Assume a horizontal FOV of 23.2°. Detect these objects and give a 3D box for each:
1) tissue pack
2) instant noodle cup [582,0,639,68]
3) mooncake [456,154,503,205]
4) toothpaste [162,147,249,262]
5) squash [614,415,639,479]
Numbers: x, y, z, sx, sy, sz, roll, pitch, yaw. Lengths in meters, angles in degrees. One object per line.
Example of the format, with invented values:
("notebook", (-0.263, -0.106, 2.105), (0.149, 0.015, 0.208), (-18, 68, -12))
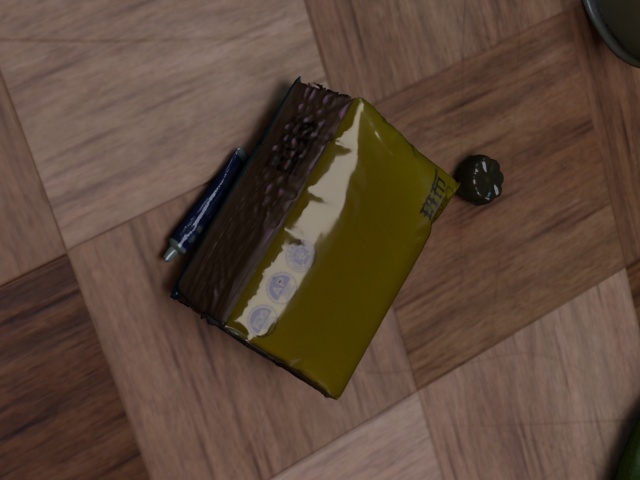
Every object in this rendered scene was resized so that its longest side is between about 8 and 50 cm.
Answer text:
("tissue pack", (0.000, 0.000, 1.580), (0.192, 0.134, 0.271), (35, 80, -39))
("instant noodle cup", (0.406, -0.301, 1.762), (0.172, 0.216, 0.215), (-28, 114, -17))
("mooncake", (0.204, -0.216, 1.733), (0.150, 0.057, 0.346), (-21, 117, -42))
("toothpaste", (-0.114, -0.032, 1.573), (0.140, 0.021, 0.037), (-52, 131, -16))
("squash", (0.404, 0.340, 1.943), (0.101, 0.101, 0.378), (20, 87, -35))
